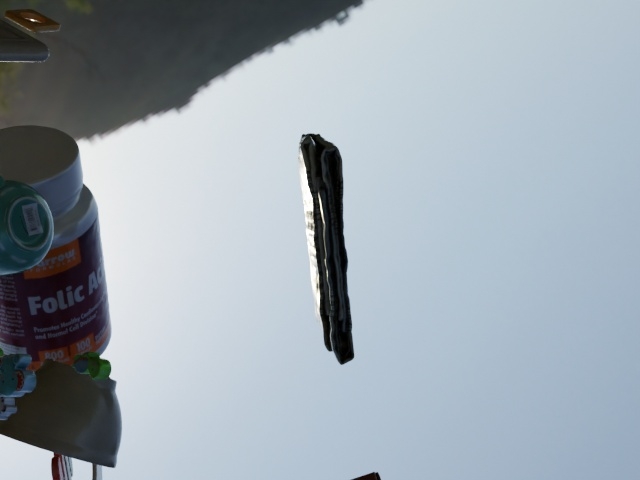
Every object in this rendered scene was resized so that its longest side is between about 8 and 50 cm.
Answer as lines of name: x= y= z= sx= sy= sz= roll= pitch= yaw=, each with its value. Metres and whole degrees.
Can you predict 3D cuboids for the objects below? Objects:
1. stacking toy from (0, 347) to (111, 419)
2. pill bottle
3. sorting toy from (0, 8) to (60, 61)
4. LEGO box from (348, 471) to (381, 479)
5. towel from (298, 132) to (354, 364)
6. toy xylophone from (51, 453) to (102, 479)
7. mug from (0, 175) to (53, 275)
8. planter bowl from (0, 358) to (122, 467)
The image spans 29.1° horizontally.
stacking toy: x=-0.356 y=0.154 z=1.325 sx=0.221 sy=0.052 sz=0.167 roll=-16 pitch=163 yaw=36
pill bottle: x=-0.478 y=0.020 z=2.072 sx=0.224 sy=0.392 sz=0.224 roll=0 pitch=-144 yaw=0
sorting toy: x=-0.516 y=-0.296 z=1.772 sx=0.196 sy=0.047 sz=0.347 roll=35 pitch=-154 yaw=31
LEGO box: x=-0.021 y=0.596 z=1.806 sx=0.372 sy=0.193 sz=0.500 roll=-18 pitch=-158 yaw=-1
towel: x=0.000 y=0.000 z=1.808 sx=0.056 sy=0.312 sz=0.324 roll=-4 pitch=-173 yaw=-5
toy xylophone: x=-0.415 y=0.410 z=2.109 sx=0.081 sy=0.236 sz=0.323 roll=-6 pitch=-155 yaw=-8
mug: x=-0.439 y=-0.025 z=1.684 sx=0.097 sy=0.158 sz=0.129 roll=-8 pitch=-126 yaw=35
planter bowl: x=-0.322 y=0.214 z=1.570 sx=0.162 sy=0.162 sz=0.109 roll=1 pitch=-109 yaw=55
